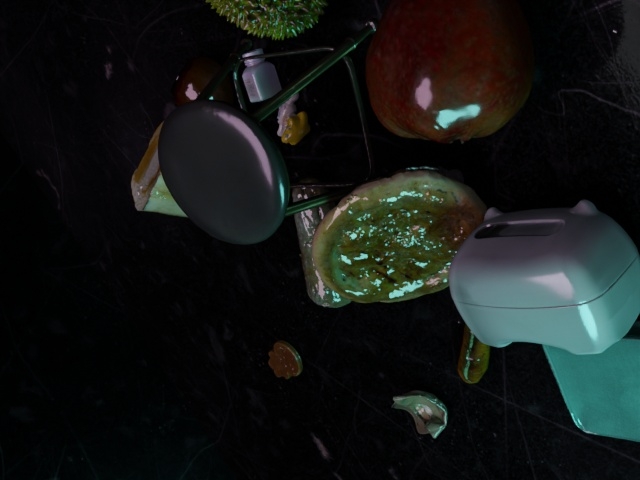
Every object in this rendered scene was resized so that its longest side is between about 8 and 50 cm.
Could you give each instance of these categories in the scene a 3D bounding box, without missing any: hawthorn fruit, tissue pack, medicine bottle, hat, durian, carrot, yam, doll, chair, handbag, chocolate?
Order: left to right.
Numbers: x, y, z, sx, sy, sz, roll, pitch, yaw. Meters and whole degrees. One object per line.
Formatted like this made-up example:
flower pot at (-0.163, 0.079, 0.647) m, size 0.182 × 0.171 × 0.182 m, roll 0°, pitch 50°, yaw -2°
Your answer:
chocolate at (-0.297, -0.388, 2.097) m, size 0.177 × 0.177 × 0.176 m, roll 30°, pitch 136°, yaw 34°
medicine bottle at (-0.148, -0.403, 1.955) m, size 0.055 × 0.074 × 0.117 m, roll 4°, pitch 119°, yaw 50°
durian at (-0.121, -0.555, 1.652) m, size 0.225 × 0.291 × 0.291 m, roll 36°, pitch 142°, yaw 55°
chair at (-0.098, -0.214, 1.679) m, size 0.365 × 0.410 × 0.361 m, roll 3°, pitch 118°, yaw 35°
doll at (-0.068, -0.302, 1.956) m, size 0.113 × 0.072 × 0.135 m, roll 38°, pitch 129°, yaw 49°
yam at (0.000, 0.000, 2.026) m, size 0.133 × 0.133 × 0.330 m, roll 8°, pitch 118°, yaw 48°
hat at (0.256, 0.435, 2.101) m, size 0.147 × 0.085 × 0.175 m, roll 44°, pitch 167°, yaw 3°
hawthorn fruit at (0.216, -0.321, 1.390) m, size 0.308 × 0.308 × 0.324 m, roll -29°, pitch 82°, yaw 55°
hat at (0.275, -0.131, 1.678) m, size 0.087 × 0.042 × 0.058 m, roll -122°, pitch 19°, yaw -75°
carrot at (0.352, 0.214, 1.811) m, size 0.070 × 0.070 × 0.260 m, roll 28°, pitch 133°, yaw 37°
tissue pack at (0.406, 0.063, 1.485) m, size 0.333 × 0.229 × 0.235 m, roll -4°, pitch 118°, yaw 51°
handbag at (0.584, 0.258, 1.516) m, size 0.274 × 0.100 × 0.268 m, roll -6°, pitch 120°, yaw 48°

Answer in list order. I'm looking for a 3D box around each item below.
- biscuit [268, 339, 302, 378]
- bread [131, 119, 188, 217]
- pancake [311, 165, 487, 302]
biscuit at (-0.111, 0.376, 2.529) m, size 0.124 × 0.026 × 0.175 m, roll 56°, pitch 145°, yaw 6°
bread at (-0.300, -0.200, 2.123) m, size 0.300 × 0.342 × 0.210 m, roll -49°, pitch 44°, yaw 47°
pancake at (0.178, 0.001, 1.676) m, size 0.071 × 0.383 × 0.382 m, roll -96°, pitch 12°, yaw -45°
